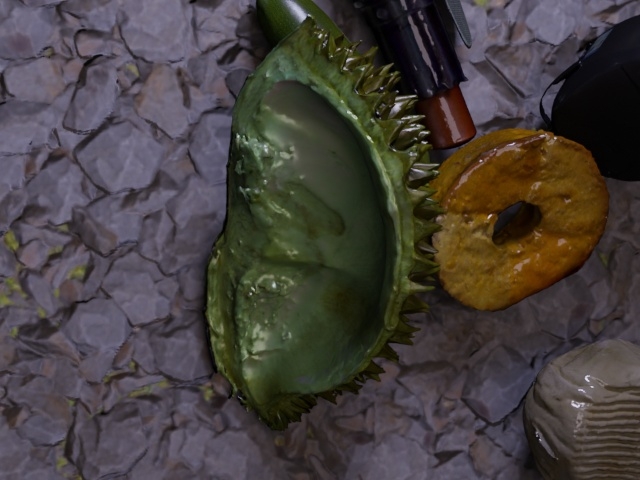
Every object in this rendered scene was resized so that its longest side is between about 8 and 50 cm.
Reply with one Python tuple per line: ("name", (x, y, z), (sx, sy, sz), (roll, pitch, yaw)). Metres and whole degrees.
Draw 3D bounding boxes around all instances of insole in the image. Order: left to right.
("insole", (0.102, -0.291, 1.692), (0.003, 0.080, 0.232), (-21, 92, 16))

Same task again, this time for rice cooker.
("rice cooker", (0.302, -0.135, 1.698), (0.142, 0.203, 0.118), (39, 57, -15))

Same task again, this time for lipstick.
("lipstick", (0.072, -0.225, 1.676), (0.081, 0.081, 0.299), (-24, 99, -16))

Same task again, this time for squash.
("squash", (0.027, -0.135, 1.670), (0.069, 0.069, 0.258), (-42, 102, -12))

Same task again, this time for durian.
("durian", (0.002, 0.005, 1.593), (0.198, 0.163, 0.394), (10, 115, -14))

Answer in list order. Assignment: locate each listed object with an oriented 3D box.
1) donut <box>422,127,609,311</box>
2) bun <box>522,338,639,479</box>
("donut", (0.176, -0.026, 1.701), (0.190, 0.074, 0.174), (-42, 126, -3))
("bun", (0.264, 0.171, 1.730), (0.166, 0.113, 0.173), (-51, 130, -10))
